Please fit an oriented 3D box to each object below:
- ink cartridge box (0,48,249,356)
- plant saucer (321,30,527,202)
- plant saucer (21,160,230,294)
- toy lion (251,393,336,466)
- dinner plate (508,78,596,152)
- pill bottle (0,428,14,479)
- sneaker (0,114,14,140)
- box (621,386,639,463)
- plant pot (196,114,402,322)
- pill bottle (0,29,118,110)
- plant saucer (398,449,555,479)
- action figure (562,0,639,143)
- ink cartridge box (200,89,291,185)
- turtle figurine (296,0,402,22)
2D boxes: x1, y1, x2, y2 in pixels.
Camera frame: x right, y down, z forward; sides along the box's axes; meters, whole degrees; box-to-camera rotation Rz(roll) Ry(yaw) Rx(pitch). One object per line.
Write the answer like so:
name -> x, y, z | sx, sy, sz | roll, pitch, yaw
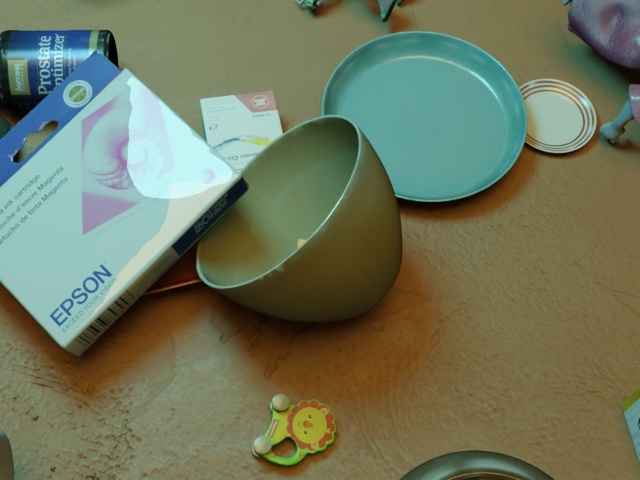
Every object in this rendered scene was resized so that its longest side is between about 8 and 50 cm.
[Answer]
ink cartridge box -> -0.324, -0.070, 1.316 | 0.330, 0.071, 0.324 | 42, 82, 16
plant saucer -> 0.160, -0.189, 1.507 | 0.317, 0.044, 0.317 | 0, 62, -1
plant saucer -> -0.284, -0.025, 1.397 | 0.258, 0.048, 0.259 | -14, 63, -10
toy lion -> -0.031, 0.253, 1.277 | 0.096, 0.034, 0.100 | 24, 64, 1
dinner plate -> 0.367, -0.196, 1.540 | 0.141, 0.017, 0.141 | 1, 62, -2
pill bottle -> -0.575, 0.308, 1.107 | 0.392, 0.224, 0.224 | 5, 62, -1
sneaker -> -0.615, -0.185, 1.409 | 0.341, 0.140, 0.125 | 13, 60, 2
box -> 0.438, 0.265, 1.267 | 0.028, 0.081, 0.136 | -9, 64, -9
plant pot -> 0.000, 0.000, 1.301 | 0.191, 0.284, 0.284 | 43, 59, -30
pill bottle -> -0.422, -0.257, 1.467 | 0.219, 0.123, 0.123 | -2, 63, -4
plant saucer -> 0.208, 0.407, 1.200 | 0.310, 0.050, 0.310 | 2, 61, -3
action figure -> 0.553, -0.283, 1.468 | 0.248, 0.276, 0.370 | -18, 51, -19
ink cartridge box -> -0.108, -0.121, 1.445 | 0.115, 0.067, 0.198 | -9, 64, -8
turtle figurine -> 0.031, -0.458, 1.608 | 0.234, 0.118, 0.175 | 30, 65, 6
